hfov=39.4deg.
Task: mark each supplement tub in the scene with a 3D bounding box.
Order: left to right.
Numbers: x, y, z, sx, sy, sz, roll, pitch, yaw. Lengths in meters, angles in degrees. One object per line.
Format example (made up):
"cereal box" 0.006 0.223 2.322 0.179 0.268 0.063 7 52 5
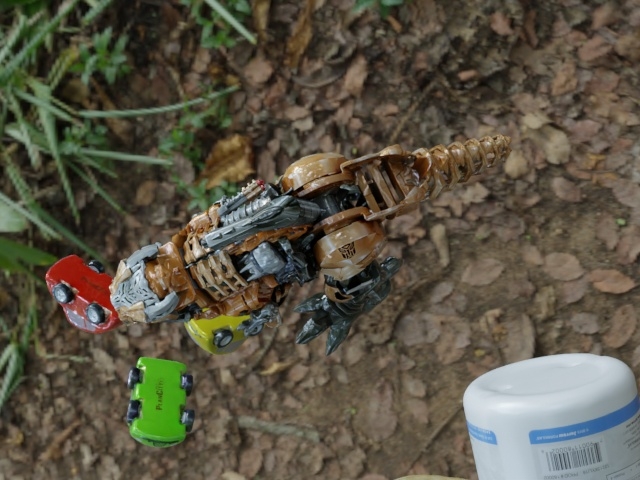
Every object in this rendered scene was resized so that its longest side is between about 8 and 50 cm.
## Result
"supplement tub" 0.102 0.106 0.367 0.071 0.071 0.107 -8 97 40

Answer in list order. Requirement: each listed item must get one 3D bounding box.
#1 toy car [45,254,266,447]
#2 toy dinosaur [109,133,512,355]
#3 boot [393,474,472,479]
"toy car" -0.163 0.120 0.889 0.225 0.239 0.053 -99 26 -50
"toy dinosaur" 0.000 0.000 0.722 0.321 0.218 0.164 -4 77 1
"boot" 0.093 0.080 0.190 0.262 0.095 0.204 25 140 42
